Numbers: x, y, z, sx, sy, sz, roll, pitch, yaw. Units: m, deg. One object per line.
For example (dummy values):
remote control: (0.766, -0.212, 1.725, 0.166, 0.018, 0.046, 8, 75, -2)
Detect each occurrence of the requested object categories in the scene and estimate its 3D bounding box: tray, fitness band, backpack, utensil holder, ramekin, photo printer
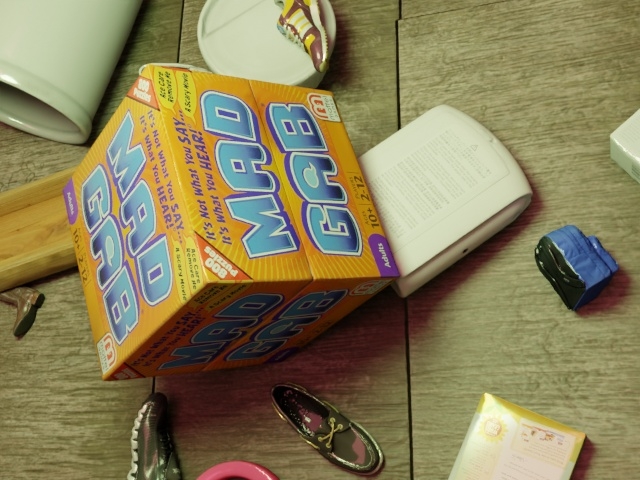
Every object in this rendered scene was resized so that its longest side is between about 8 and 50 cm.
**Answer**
tray: (-0.553, -0.034, 1.732, 0.410, 0.076, 0.203, -17, 56, 13)
fitness band: (-0.127, 0.520, 1.415, 0.209, 0.054, 0.291, -29, 66, 8)
backpack: (0.414, 0.037, 1.365, 0.101, 0.098, 0.120, -24, 62, -22)
utensil holder: (-0.573, -0.447, 1.765, 0.327, 0.327, 0.386, 14, 74, 23)
ramekin: (-0.100, -0.387, 1.647, 0.272, 0.127, 0.273, -1, 71, 2)
photo printer: (0.191, -0.083, 1.454, 0.307, 0.107, 0.256, -35, 65, -8)

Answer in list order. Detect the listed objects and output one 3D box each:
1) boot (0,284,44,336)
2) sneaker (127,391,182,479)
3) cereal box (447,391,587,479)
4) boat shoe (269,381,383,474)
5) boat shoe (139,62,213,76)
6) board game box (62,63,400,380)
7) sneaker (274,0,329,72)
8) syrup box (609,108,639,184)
boot: (-0.643, 0.135, 1.742, 0.114, 0.037, 0.106, 21, 72, 24)
sneaker: (-0.292, 0.396, 1.506, 0.106, 0.078, 0.235, 7, 78, 19)
cereal box: (0.294, 0.383, 1.313, 0.172, 0.047, 0.240, 21, 80, 25)
boat shoe: (0.004, 0.321, 1.426, 0.227, 0.068, 0.081, 32, 85, 26)
boat shoe: (-0.264, -0.316, 1.733, 0.258, 0.084, 0.095, 10, 75, 23)
board game box: (-0.159, -0.016, 1.361, 0.356, 0.356, 0.357, -41, 59, 43)
sneaker: (-0.036, -0.381, 1.540, 0.083, 0.070, 0.186, -11, 62, -3)
syrup box: (0.599, -0.203, 1.378, 0.237, 0.093, 0.096, -41, 63, 2)
